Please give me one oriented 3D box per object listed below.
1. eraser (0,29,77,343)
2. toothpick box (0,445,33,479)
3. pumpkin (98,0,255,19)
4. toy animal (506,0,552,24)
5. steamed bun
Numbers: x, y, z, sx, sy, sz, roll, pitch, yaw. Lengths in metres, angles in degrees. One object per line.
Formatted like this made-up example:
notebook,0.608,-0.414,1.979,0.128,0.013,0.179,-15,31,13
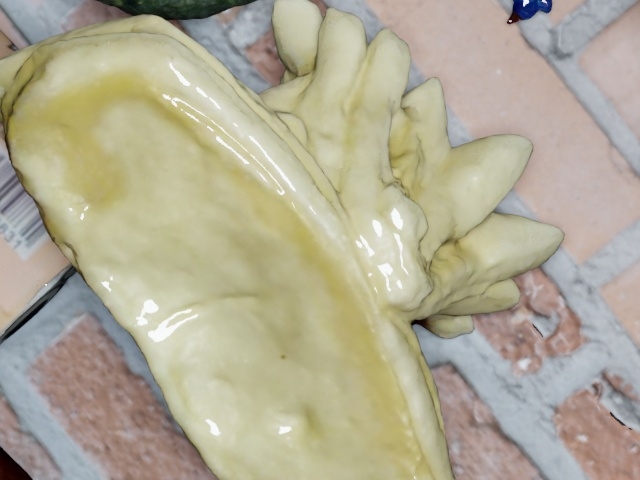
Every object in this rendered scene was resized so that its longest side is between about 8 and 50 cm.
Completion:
eraser,-0.273,-0.077,1.289,0.171,0.087,0.290,-44,89,6
toothpick box,-0.325,0.221,1.273,0.294,0.192,0.192,-7,94,13
pumpkin,-0.094,-0.244,1.220,0.212,0.152,0.211,-2,103,-9
toy animal,0.093,-0.246,1.247,0.075,0.041,0.217,-14,91,-10
steamed bun,0.000,0.000,1.216,0.247,0.189,0.428,-29,105,32
